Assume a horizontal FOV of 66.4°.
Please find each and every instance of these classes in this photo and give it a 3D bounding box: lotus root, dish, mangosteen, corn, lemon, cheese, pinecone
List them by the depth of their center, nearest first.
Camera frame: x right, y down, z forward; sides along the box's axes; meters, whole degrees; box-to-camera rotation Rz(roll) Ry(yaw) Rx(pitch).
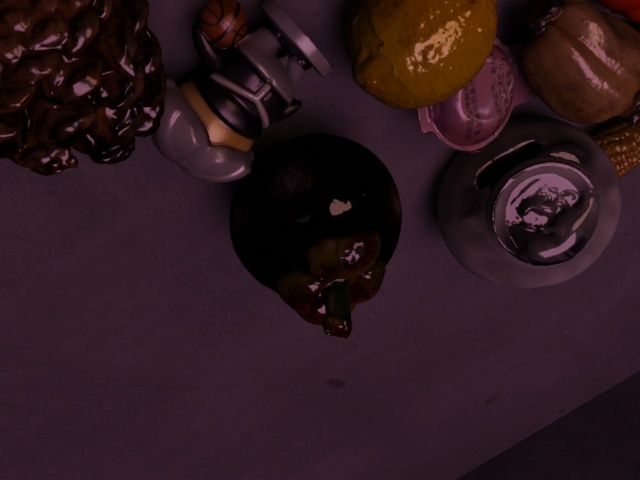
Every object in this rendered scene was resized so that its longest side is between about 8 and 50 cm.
[{"bbox_3d":[-0.265,-0.175,0.486,0.243,0.243,0.257,-36,144,8],"label":"pinecone"},{"bbox_3d":[0.129,-0.266,0.634,0.181,0.180,0.193,25,119,-39],"label":"lemon"},{"bbox_3d":[0.000,0.000,0.716,0.275,0.302,0.275,-9,147,-6],"label":"mangosteen"},{"bbox_3d":[0.403,-0.271,0.741,0.257,0.140,0.154,31,92,-24],"label":"lotus root"},{"bbox_3d":[0.269,-0.246,0.773,0.286,0.074,0.189,-26,115,-18],"label":"cheese"},{"bbox_3d":[0.379,-0.054,0.857,0.324,0.124,0.324,1,103,4],"label":"dish"},{"bbox_3d":[0.494,-0.126,0.972,0.363,0.120,0.120,-33,135,2],"label":"corn"}]

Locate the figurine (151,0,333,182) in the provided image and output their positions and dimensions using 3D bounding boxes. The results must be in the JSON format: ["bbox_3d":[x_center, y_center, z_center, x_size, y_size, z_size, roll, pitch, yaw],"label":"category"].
[{"bbox_3d":[-0.116,-0.187,0.620,0.236,0.133,0.176,-43,124,12],"label":"figurine"}]

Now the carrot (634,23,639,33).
[{"bbox_3d":[0.596,-0.335,0.811,0.159,0.159,0.225,17,117,-35],"label":"carrot"}]

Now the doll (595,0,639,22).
[{"bbox_3d":[0.423,-0.408,0.639,0.363,0.160,0.182,31,71,-49],"label":"doll"}]
